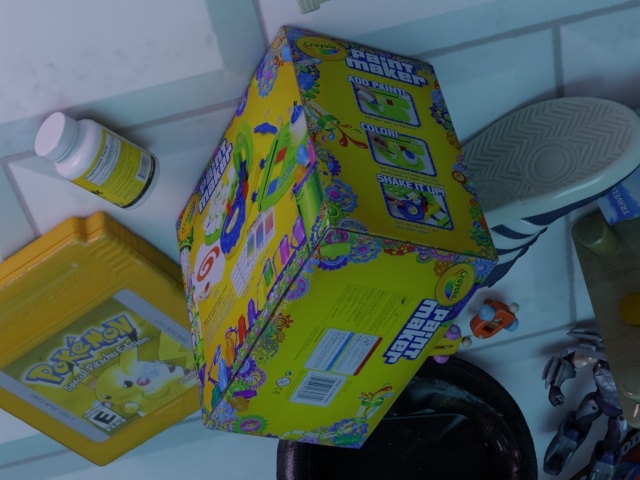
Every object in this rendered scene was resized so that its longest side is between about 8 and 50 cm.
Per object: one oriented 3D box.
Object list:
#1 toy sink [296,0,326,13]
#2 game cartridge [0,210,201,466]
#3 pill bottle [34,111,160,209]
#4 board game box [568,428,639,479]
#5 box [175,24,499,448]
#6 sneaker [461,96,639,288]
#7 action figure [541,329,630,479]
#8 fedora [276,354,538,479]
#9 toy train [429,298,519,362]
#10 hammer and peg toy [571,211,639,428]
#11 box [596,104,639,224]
[{"bbox_3d":[0.006,-0.293,1.236,0.234,0.152,0.131,-17,138,3],"label":"toy sink"},{"bbox_3d":[-0.256,0.121,1.688,0.285,0.052,0.324,-32,136,19],"label":"game cartridge"},{"bbox_3d":[-0.222,-0.081,1.469,0.065,0.065,0.116,-39,132,25],"label":"pill bottle"},{"bbox_3d":[0.377,0.354,2.043,0.027,0.145,0.281,38,121,-8],"label":"board game box"},{"bbox_3d":[0.000,0.000,1.455,0.177,0.279,0.290,11,133,-25],"label":"box"},{"bbox_3d":[0.202,-0.031,1.599,0.350,0.131,0.148,-24,141,22],"label":"sneaker"},{"bbox_3d":[0.368,0.217,1.892,0.185,0.099,0.285,28,138,16],"label":"action figure"},{"bbox_3d":[0.096,0.292,1.855,0.334,0.334,0.152,-1,167,-14],"label":"fedora"},{"bbox_3d":[0.150,0.087,1.764,0.166,0.046,0.125,20,128,-38],"label":"toy train"},{"bbox_3d":[0.468,0.028,1.608,0.361,0.266,0.127,-23,154,22],"label":"hammer and peg toy"},{"bbox_3d":[0.358,-0.092,1.554,0.178,0.042,0.109,-22,101,43],"label":"box"}]
